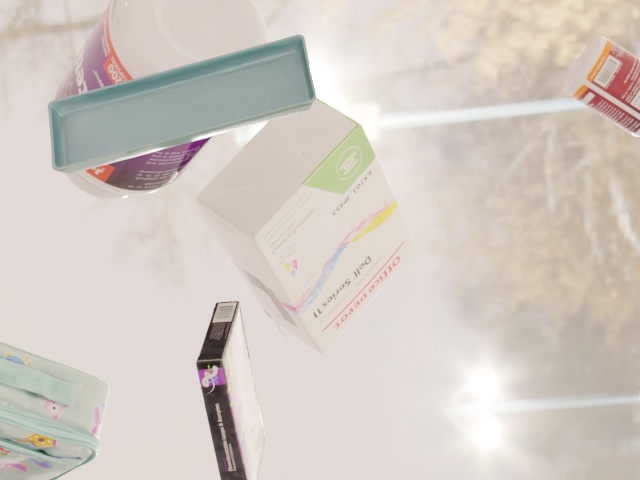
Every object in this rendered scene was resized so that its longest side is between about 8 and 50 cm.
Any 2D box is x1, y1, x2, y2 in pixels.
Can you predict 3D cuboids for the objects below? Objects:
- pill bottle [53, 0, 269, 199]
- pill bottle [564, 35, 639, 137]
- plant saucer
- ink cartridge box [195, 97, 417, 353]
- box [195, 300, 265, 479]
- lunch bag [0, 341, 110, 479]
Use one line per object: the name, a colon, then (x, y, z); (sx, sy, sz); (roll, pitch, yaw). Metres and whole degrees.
pill bottle: (-0.197, -0.169, 1.759); (0.323, 0.181, 0.182); (137, 139, -54)
pill bottle: (0.391, -0.185, 1.935); (0.086, 0.152, 0.086); (-57, 4, 6)
plant saucer: (-0.098, -0.094, 1.086); (0.018, 0.192, 0.067); (69, -172, -52)
ink cartridge box: (0.000, 0.000, 2.002); (0.207, 0.119, 0.353); (-47, -36, -14)
box: (-0.084, 0.156, 1.473); (0.116, 0.029, 0.162); (-79, -17, -63)
lunch bag: (-0.384, 0.178, 1.675); (0.279, 0.224, 0.108); (22, -118, -28)
